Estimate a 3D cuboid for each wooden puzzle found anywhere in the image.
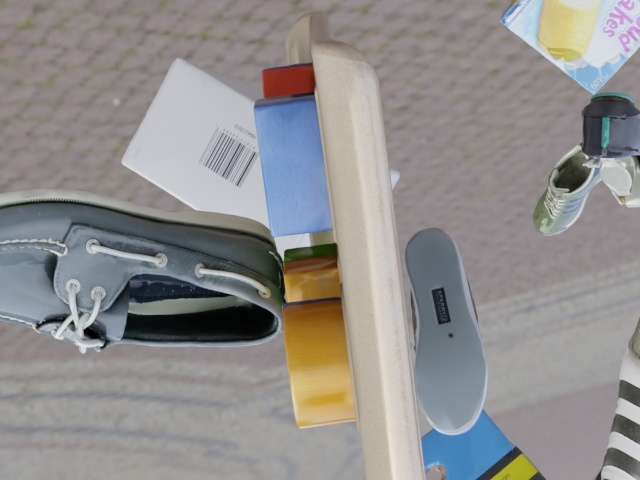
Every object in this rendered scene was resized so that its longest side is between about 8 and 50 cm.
[{"bbox_3d":[0.000,0.000,1.131,0.080,0.322,0.348,-8,-168,-4],"label":"wooden puzzle"}]

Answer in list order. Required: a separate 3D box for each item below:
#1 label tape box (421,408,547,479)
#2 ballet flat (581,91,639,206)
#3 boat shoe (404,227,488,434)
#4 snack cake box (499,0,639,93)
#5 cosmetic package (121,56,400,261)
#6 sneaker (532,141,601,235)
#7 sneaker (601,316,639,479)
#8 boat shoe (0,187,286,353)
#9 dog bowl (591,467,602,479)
[{"bbox_3d":[0.179,0.371,1.569,0.240,0.334,0.106,-38,162,-5],"label":"label tape box"},{"bbox_3d":[0.275,-0.069,1.347,0.074,0.074,0.203,-19,158,19],"label":"ballet flat"},{"bbox_3d":[0.115,0.084,1.330,0.065,0.183,0.083,-8,164,11],"label":"boat shoe"},{"bbox_3d":[0.356,-0.321,1.775,0.264,0.152,0.089,-49,-172,34],"label":"snack cake box"},{"bbox_3d":[-0.061,-0.080,1.673,0.138,0.224,0.224,-61,163,9],"label":"cosmetic package"},{"bbox_3d":[0.335,-0.076,2.064,0.086,0.064,0.192,-8,147,-42],"label":"sneaker"},{"bbox_3d":[0.358,0.140,1.075,0.447,0.258,0.169,10,-163,-36],"label":"sneaker"},{"bbox_3d":[-0.172,0.035,1.192,0.319,0.099,0.116,2,136,-27],"label":"boat shoe"},{"bbox_3d":[0.450,0.466,1.923,0.408,0.408,0.150,-2,154,-39],"label":"dog bowl"}]
